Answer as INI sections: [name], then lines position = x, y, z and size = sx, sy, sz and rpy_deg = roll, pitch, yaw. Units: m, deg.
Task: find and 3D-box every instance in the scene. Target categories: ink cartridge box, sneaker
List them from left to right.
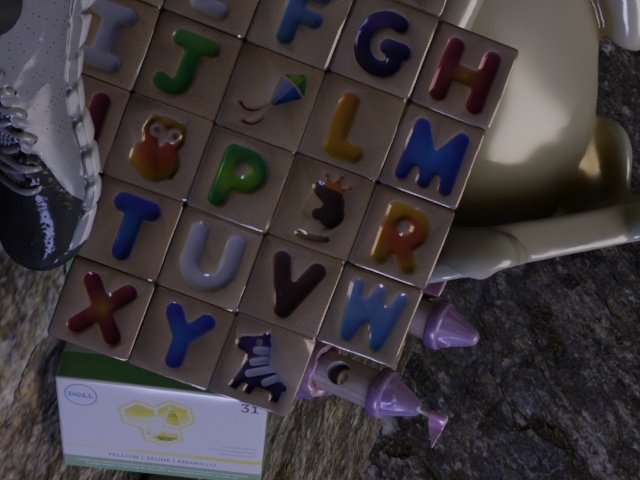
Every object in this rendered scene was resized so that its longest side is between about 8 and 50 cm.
[sneaker]
position = -0.189, -0.077, 0.638
size = 0.132, 0.086, 0.228
rpy_deg = -33, 133, -57
[ink cartridge box]
position = -0.122, 0.099, 0.923
size = 0.235, 0.171, 0.056
rpy_deg = 98, -1, -45

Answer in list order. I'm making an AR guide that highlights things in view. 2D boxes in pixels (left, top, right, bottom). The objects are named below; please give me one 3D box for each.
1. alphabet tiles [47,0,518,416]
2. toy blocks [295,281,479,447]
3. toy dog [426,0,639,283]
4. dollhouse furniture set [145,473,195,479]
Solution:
[alphabet tiles]
position = -0.042, -0.068, 0.764
size = 0.011, 0.285, 0.342
rpy_deg = -112, -138, -83
[toy blocks]
position = 0.066, 0.056, 1.267
size = 0.288, 0.260, 0.309
rpy_deg = -64, 155, -18
[toy dog]
position = 0.118, -0.179, 0.977
size = 0.395, 0.285, 0.407
rpy_deg = 170, -89, -71
[dollhouse furniture set]
position = -0.109, 0.439, 1.235
size = 0.198, 0.287, 0.303
rpy_deg = -54, 149, -42
